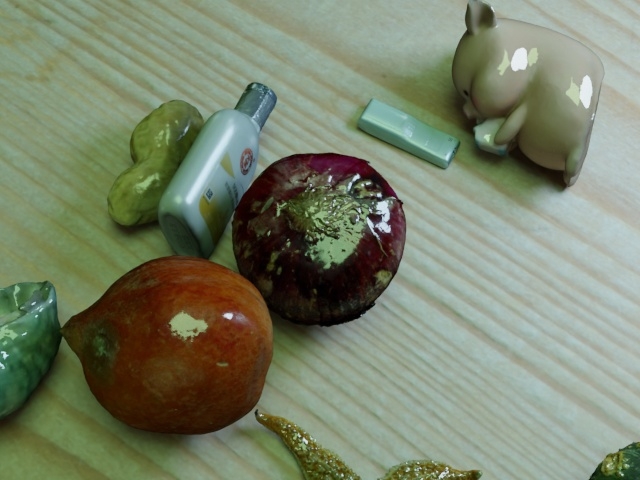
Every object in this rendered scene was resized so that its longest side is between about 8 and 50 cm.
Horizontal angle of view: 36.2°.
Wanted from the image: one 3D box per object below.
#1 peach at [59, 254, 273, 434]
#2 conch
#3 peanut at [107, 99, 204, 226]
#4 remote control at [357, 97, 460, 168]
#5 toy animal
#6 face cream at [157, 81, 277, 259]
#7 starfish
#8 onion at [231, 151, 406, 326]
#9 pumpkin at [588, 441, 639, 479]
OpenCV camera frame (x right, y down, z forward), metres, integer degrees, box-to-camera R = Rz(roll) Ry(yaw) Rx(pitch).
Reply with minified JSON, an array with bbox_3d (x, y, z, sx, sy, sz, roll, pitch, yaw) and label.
[{"bbox_3d":[-0.192,0.126,1.224,0.257,0.232,0.232,18,56,-16],"label":"peach"},{"bbox_3d":[-0.462,0.141,1.221,0.277,0.195,0.220,-24,40,5],"label":"conch"},{"bbox_3d":[-0.238,-0.113,1.444,0.103,0.098,0.229,-12,48,35],"label":"peanut"},{"bbox_3d":[0.142,-0.174,1.565,0.162,0.029,0.061,25,60,9],"label":"remote control"},{"bbox_3d":[0.322,-0.231,1.543,0.256,0.195,0.213,24,91,12],"label":"toy animal"},{"bbox_3d":[-0.142,-0.113,1.431,0.071,0.144,0.291,11,54,20],"label":"face cream"},{"bbox_3d":[0.026,0.367,1.182,0.301,0.084,0.293,18,56,0],"label":"starfish"},{"bbox_3d":[0.000,0.000,1.349,0.246,0.190,0.246,-6,63,12],"label":"onion"},{"bbox_3d":[0.408,0.341,1.204,0.190,0.146,0.190,16,51,-20],"label":"pumpkin"}]
